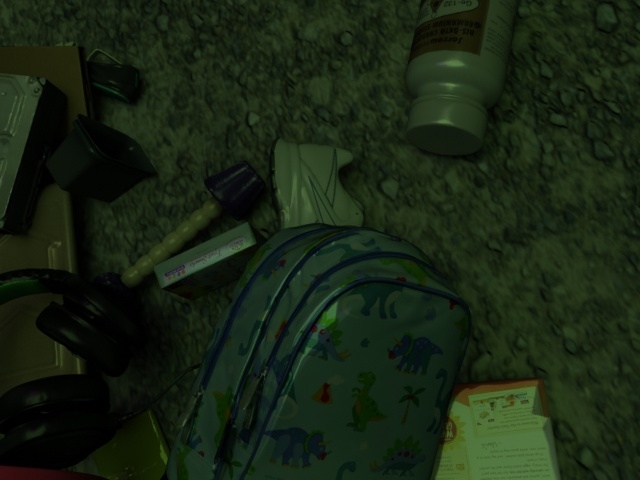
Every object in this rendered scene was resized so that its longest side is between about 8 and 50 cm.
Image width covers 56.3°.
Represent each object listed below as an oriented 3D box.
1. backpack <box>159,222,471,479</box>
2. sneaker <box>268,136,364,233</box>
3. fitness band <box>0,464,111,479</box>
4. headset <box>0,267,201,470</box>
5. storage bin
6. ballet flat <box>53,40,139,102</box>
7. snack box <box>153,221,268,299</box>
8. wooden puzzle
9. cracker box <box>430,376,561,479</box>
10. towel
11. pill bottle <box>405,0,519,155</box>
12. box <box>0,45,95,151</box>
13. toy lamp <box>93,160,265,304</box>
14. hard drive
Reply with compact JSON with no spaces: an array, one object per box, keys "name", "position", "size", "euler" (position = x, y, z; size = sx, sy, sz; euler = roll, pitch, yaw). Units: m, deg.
[{"name":"backpack","position":[0.007,0.156,0.642],"size":[0.290,0.273,0.355],"euler":[20,75,-22]},{"name":"sneaker","position":[0.000,0.000,0.797],"size":[0.130,0.111,0.296],"euler":[-3,81,-6]},{"name":"fitness band","position":[-0.357,0.303,0.701],"size":[0.209,0.290,0.054],"euler":[3,63,-3]},{"name":"headset","position":[-0.294,0.176,0.752],"size":[0.395,0.185,0.243],"euler":[9,63,7]},{"name":"storage bin","position":[-0.332,-0.117,0.885],"size":[0.091,0.135,0.098],"euler":[-40,72,10]},{"name":"ballet flat","position":[-0.382,-0.279,0.964],"size":[0.203,0.074,0.074],"euler":[17,80,9]},{"name":"snack box","position":[-0.141,0.032,0.818],"size":[0.141,0.100,0.037],"euler":[-25,73,4]},{"name":"wooden puzzle","position":[-0.495,0.104,0.892],"size":[0.322,0.080,0.347],"euler":[-14,69,8]},{"name":"cracker box","position":[0.198,0.285,0.702],"size":[0.156,0.067,0.232],"euler":[-7,74,11]},{"name":"towel","position":[-0.222,0.357,0.799],"size":[0.102,0.021,0.237],"euler":[-29,72,-2]},{"name":"pill bottle","position":[0.184,-0.239,0.801],"size":[0.131,0.131,0.229],"euler":[10,78,14]},{"name":"box","position":[-0.455,-0.223,0.946],"size":[0.201,0.021,0.164],"euler":[4,109,13]},{"name":"toy lamp","position":[-0.195,-0.008,0.853],"size":[0.275,0.080,0.080],"euler":[-43,72,1]},{"name":"hard drive","position":[-0.576,-0.143,0.897],"size":[0.339,0.064,0.236],"euler":[9,78,10]}]
